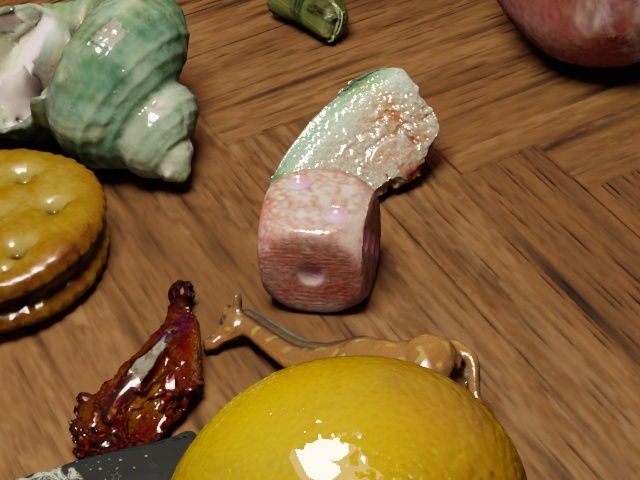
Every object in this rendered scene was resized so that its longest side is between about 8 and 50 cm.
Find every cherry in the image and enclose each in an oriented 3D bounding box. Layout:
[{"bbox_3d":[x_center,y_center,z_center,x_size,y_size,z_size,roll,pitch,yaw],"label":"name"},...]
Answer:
[{"bbox_3d":[0.281,-0.297,1.510,0.236,0.213,0.285,-18,57,19],"label":"cherry"}]

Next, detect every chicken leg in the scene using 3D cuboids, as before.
[{"bbox_3d":[-0.137,0.104,1.213,0.093,0.053,0.205,5,35,36],"label":"chicken leg"}]

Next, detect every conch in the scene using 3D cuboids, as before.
[{"bbox_3d":[-0.216,-0.154,1.446,0.277,0.195,0.220,41,77,15],"label":"conch"}]

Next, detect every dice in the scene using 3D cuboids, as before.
[{"bbox_3d":[0.000,0.000,1.280,0.094,0.093,0.091,3,41,9],"label":"dice"}]

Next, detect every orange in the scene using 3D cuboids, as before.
[{"bbox_3d":[0.016,0.181,0.964,0.236,0.236,0.236,-4,40,3],"label":"orange"}]

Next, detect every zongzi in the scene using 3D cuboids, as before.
[{"bbox_3d":[0.014,-0.260,1.632,0.113,0.052,0.104,-24,49,-39],"label":"zongzi"}]

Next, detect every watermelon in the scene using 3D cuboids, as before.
[{"bbox_3d":[0.025,-0.076,1.392,0.180,0.081,0.094,-31,60,-5],"label":"watermelon"}]

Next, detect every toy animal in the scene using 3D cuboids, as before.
[{"bbox_3d":[0.015,0.112,1.174,0.224,0.066,0.230,-20,48,13],"label":"toy animal"}]

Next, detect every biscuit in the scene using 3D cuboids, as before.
[{"bbox_3d":[-0.295,0.000,1.340,0.220,0.066,0.220,-4,39,4],"label":"biscuit"}]

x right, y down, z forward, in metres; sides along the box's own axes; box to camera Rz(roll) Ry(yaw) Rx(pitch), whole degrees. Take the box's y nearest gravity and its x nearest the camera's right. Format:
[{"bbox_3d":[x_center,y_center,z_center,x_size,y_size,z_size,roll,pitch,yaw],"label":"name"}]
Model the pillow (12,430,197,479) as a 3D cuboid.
[{"bbox_3d":[-0.174,0.214,1.077,0.208,0.055,0.141,-14,47,-9],"label":"pillow"}]
